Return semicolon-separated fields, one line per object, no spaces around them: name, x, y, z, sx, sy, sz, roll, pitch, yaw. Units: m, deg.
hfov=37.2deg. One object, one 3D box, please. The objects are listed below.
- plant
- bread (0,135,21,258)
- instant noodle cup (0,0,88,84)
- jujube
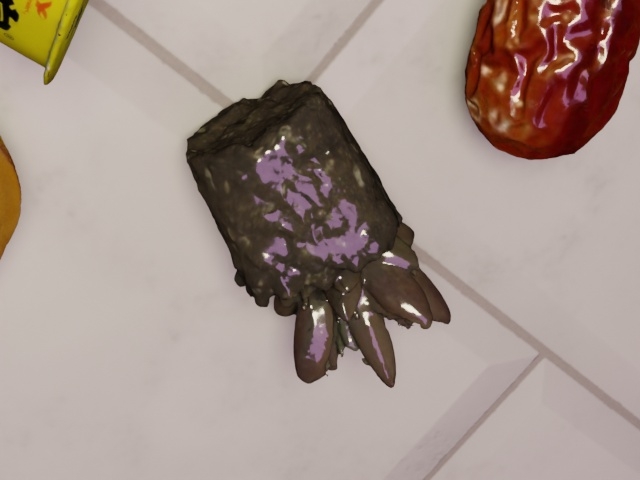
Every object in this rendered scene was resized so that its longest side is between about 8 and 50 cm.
plant;0.000;0.000;0.977;0.182;0.194;0.320;-24;117;8
bread;-0.392;-0.018;0.844;0.270;0.142;0.195;-41;121;6
instant noodle cup;-0.247;-0.308;0.671;0.254;0.325;0.325;24;106;-17
jujube;0.234;-0.205;0.953;0.174;0.174;0.250;1;112;-19
